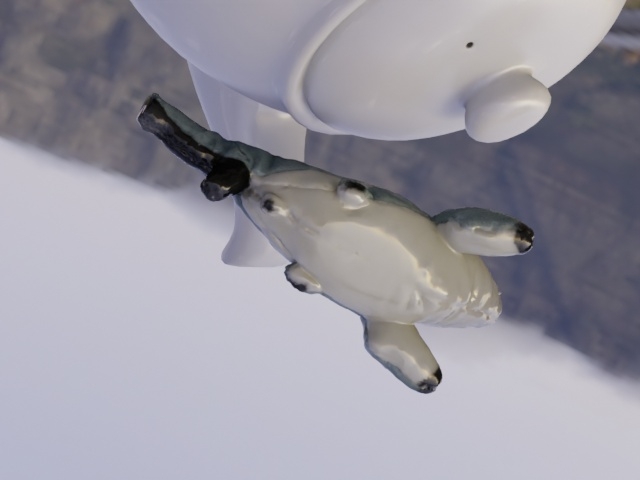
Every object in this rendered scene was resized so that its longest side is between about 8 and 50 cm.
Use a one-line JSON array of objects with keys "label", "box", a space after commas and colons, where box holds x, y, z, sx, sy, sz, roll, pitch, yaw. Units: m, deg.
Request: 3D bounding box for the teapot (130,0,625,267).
[{"label": "teapot", "box": [0.041, -0.127, 0.664, 0.256, 0.253, 0.187, 75, 171, -71]}]

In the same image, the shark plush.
[{"label": "shark plush", "box": [0.000, 0.000, 0.644, 0.161, 0.073, 0.067, 18, -167, -16]}]
